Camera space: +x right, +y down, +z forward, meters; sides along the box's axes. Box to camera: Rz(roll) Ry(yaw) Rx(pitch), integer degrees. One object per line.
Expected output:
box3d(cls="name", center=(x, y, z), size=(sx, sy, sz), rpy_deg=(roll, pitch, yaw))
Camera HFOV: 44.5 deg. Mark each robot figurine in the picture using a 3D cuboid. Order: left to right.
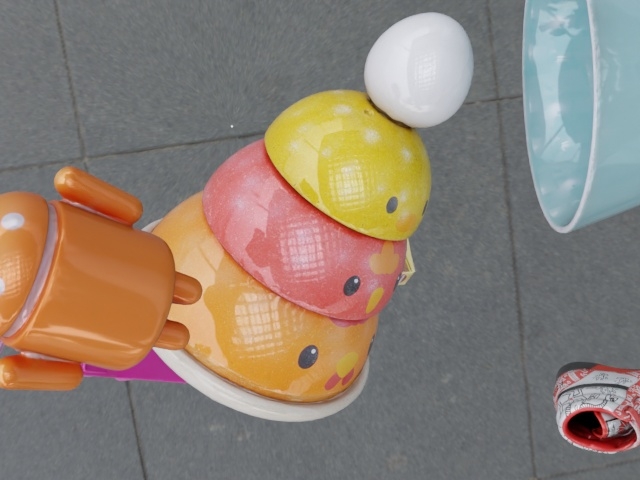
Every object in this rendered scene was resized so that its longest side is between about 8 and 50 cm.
box3d(cls="robot figurine", center=(-0.211, 0.037, 0.656), size=(0.219, 0.128, 0.158), rpy_deg=(22, 115, -34))

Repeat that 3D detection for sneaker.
box3d(cls="sneaker", center=(0.453, 0.226, 1.055), size=(0.270, 0.145, 0.090), rpy_deg=(-4, 110, 20))

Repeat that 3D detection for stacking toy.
box3d(cls="stacking toy", center=(0.010, -0.055, 0.921), size=(0.350, 0.351, 0.480), rpy_deg=(29, 118, -10))

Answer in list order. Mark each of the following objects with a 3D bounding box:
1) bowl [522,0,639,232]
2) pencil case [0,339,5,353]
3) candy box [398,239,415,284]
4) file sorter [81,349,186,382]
box3d(cls="bowl", center=(0.315, -0.165, 0.797), size=(0.163, 0.311, 0.312), rpy_deg=(-3, 99, 4))
box3d(cls="pencil case", center=(-0.528, 0.115, 1.239), size=(0.124, 0.124, 0.284), rpy_deg=(36, 125, -10))
box3d(cls="candy box", center=(0.000, 0.000, 1.439), size=(0.316, 0.087, 0.183), rpy_deg=(-5, 71, -12))
box3d(cls="file sorter", center=(-0.319, 0.148, 1.386), size=(0.290, 0.182, 0.202), rpy_deg=(14, 72, -40))
